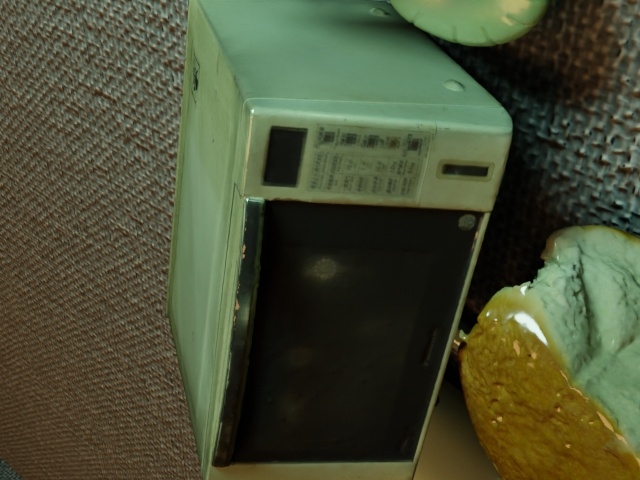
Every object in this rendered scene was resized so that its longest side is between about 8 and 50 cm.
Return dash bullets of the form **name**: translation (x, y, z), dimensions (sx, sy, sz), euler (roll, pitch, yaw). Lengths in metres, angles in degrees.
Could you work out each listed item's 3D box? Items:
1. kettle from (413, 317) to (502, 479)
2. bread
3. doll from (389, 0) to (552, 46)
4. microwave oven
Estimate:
- **kettle**: translation (0.121, 0.244, 1.061), dimensions (0.318, 0.205, 0.265), euler (38, 143, 27)
- **bread**: translation (0.250, 0.139, 0.813), dimensions (0.250, 0.225, 0.279), euler (51, 155, 16)
- **doll**: translation (0.068, -0.293, 0.664), dimensions (0.268, 0.216, 0.284), euler (27, 136, 23)
- **microwave oven**: translation (0.000, 0.000, 0.847), dimensions (0.333, 0.247, 0.394), euler (-115, 30, -53)
